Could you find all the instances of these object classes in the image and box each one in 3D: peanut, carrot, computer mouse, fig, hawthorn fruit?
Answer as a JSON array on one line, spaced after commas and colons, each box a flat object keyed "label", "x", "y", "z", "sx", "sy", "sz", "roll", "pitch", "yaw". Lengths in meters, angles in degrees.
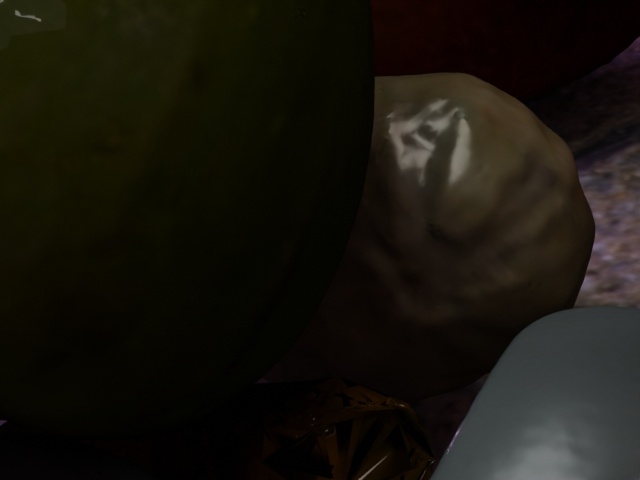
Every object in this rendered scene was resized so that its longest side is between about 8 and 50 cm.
[{"label": "peanut", "x": 0.000, "y": 0.000, "z": 0.644, "sx": 0.130, "sy": 0.130, "sz": 0.290, "roll": -25, "pitch": 11, "yaw": -21}, {"label": "carrot", "x": -0.050, "y": 0.081, "z": 0.565, "sx": 0.069, "sy": 0.069, "sz": 0.229, "roll": -35, "pitch": 16, "yaw": -36}, {"label": "computer mouse", "x": 0.088, "y": 0.095, "z": 0.463, "sx": 0.128, "sy": 0.079, "sz": 0.231, "roll": 23, "pitch": 40, "yaw": 10}, {"label": "fig", "x": -0.082, "y": -0.049, "z": 0.485, "sx": 0.203, "sy": 0.203, "sz": 0.225, "roll": 15, "pitch": 77, "yaw": 46}, {"label": "hawthorn fruit", "x": 0.057, "y": -0.202, "z": 0.905, "sx": 0.311, "sy": 0.295, "sz": 0.295, "roll": 1, "pitch": 30, "yaw": 33}]

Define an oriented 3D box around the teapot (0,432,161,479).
[{"label": "teapot", "x": -0.109, "y": 0.145, "z": 0.453, "sx": 0.294, "sy": 0.129, "sz": 0.193, "roll": 5, "pitch": 30, "yaw": 38}]
